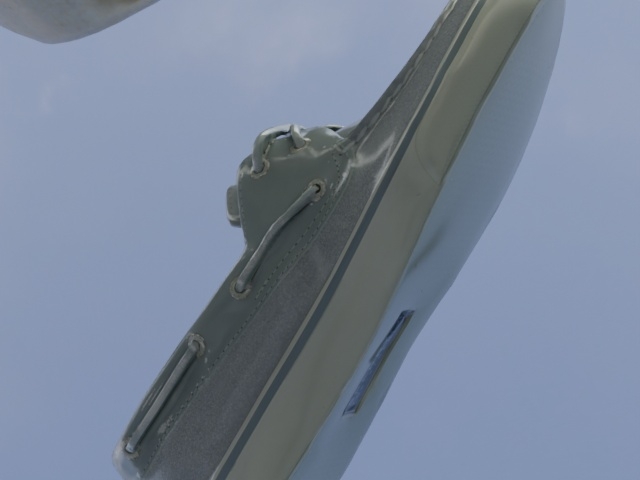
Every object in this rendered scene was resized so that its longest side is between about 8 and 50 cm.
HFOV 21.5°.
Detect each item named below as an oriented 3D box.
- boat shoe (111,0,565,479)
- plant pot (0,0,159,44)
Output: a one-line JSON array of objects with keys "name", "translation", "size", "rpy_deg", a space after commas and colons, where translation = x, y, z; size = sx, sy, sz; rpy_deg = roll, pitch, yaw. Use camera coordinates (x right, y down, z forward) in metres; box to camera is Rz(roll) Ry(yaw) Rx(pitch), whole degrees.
[{"name": "boat shoe", "translation": [0.000, 0.001, 0.570], "size": [0.081, 0.079, 0.227], "rpy_deg": [31, -84, 18]}, {"name": "plant pot", "translation": [-0.173, -0.283, 0.874], "size": [0.334, 0.334, 0.305], "rpy_deg": [-50, -56, -13]}]
